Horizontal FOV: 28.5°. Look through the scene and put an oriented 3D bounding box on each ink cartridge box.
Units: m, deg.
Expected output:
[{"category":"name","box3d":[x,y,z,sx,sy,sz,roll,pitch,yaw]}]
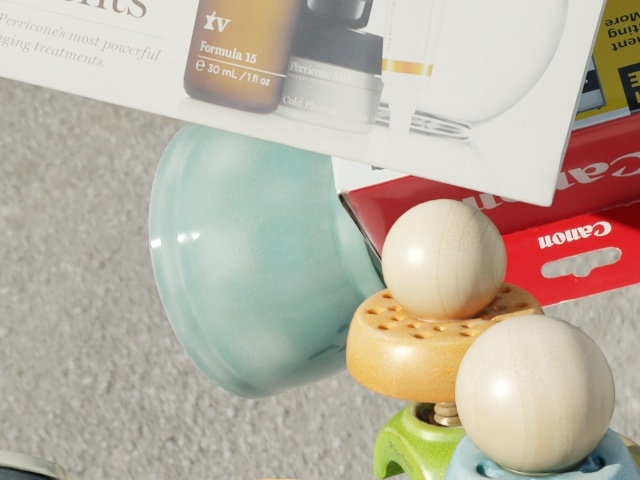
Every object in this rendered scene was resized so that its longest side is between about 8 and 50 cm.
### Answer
[{"category":"ink cartridge box","box3d":[0.167,-0.099,0.950,0.309,0.130,0.272,-16,59,12]}]

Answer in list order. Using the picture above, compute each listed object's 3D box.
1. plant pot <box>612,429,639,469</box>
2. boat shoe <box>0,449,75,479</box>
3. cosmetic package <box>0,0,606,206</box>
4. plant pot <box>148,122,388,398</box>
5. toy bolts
[{"category":"plant pot","box3d":[0.121,0.242,0.789,0.254,0.239,0.254,9,42,-9]},{"category":"boat shoe","box3d":[-0.262,0.174,0.692,0.254,0.095,0.079,-5,38,-8]},{"category":"cosmetic package","box3d":[-0.030,-0.200,0.652,0.377,0.284,0.097,13,9,1]},{"category":"plant pot","box3d":[0.000,0.000,1.238,0.196,0.293,0.293,-11,42,31]},{"category":"toy bolts","box3d":[0.037,0.088,0.545,0.218,0.158,0.228,-15,22,-21]}]
